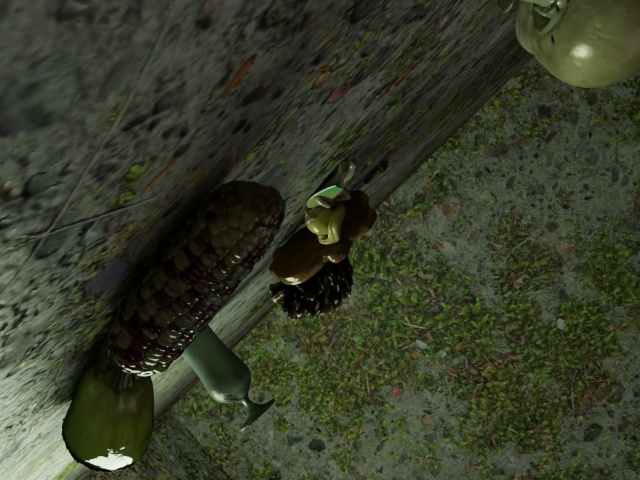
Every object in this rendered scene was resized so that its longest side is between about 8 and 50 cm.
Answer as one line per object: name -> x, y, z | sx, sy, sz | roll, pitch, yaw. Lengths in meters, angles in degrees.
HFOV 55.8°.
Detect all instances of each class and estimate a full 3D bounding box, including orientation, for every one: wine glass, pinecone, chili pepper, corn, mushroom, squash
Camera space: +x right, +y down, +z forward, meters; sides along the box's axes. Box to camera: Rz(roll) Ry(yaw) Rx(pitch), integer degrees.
wine glass -> -0.211, 0.298, 1.331 | 0.103, 0.231, 0.103 | -42, 178, -2
pinecone -> -0.024, 0.090, 1.434 | 0.204, 0.179, 0.184 | -23, -148, -20
chili pepper -> 0.134, -0.164, 1.433 | 0.083, 0.022, 0.027 | -42, 142, -12
corn -> -0.124, 0.035, 0.582 | 0.253, 0.086, 0.086 | -48, 174, 28
mushroom -> 0.319, -0.304, 0.716 | 0.246, 0.202, 0.246 | -177, -90, -86
squash -> -0.273, 0.220, 0.783 | 0.137, 0.137, 0.287 | -40, 171, -33

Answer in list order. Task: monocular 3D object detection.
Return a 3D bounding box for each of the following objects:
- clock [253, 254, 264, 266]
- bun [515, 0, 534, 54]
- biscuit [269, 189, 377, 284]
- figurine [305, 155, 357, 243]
clock -> -0.121, 0.031, 0.818 | 0.108, 0.045, 0.147 | -43, 176, 8
bun -> 0.380, -0.392, 1.025 | 0.138, 0.094, 0.138 | -47, -150, 39
biscuit -> 0.002, 0.002, 1.177 | 0.248, 0.035, 0.184 | -38, -151, 11
figurine -> 0.022, -0.066, 1.050 | 0.083, 0.083, 0.187 | -39, 165, -42
